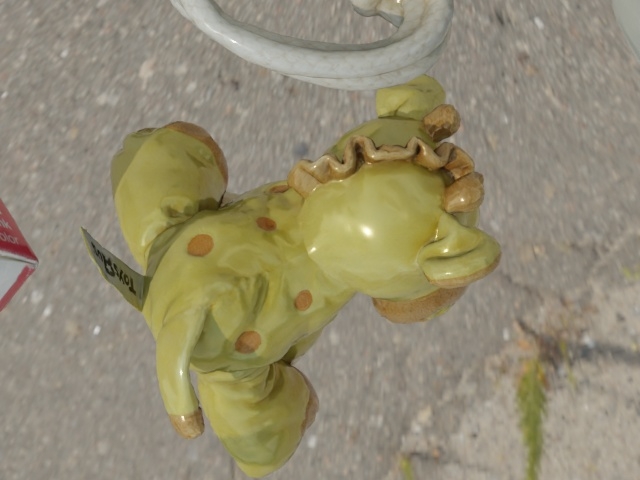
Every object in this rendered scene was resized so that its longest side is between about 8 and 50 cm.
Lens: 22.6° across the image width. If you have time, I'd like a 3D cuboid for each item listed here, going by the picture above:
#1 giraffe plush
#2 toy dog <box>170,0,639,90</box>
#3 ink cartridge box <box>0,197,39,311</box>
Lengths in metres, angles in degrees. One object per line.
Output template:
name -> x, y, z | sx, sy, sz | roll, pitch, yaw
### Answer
giraffe plush -> 0.000, 0.000, 0.774 | 0.170, 0.210, 0.181 | -23, 77, 6
toy dog -> 0.133, -0.094, 0.439 | 0.334, 0.220, 0.161 | 35, 138, 15
ink cartridge box -> -0.306, -0.029, 0.799 | 0.226, 0.131, 0.306 | -47, 58, 21
